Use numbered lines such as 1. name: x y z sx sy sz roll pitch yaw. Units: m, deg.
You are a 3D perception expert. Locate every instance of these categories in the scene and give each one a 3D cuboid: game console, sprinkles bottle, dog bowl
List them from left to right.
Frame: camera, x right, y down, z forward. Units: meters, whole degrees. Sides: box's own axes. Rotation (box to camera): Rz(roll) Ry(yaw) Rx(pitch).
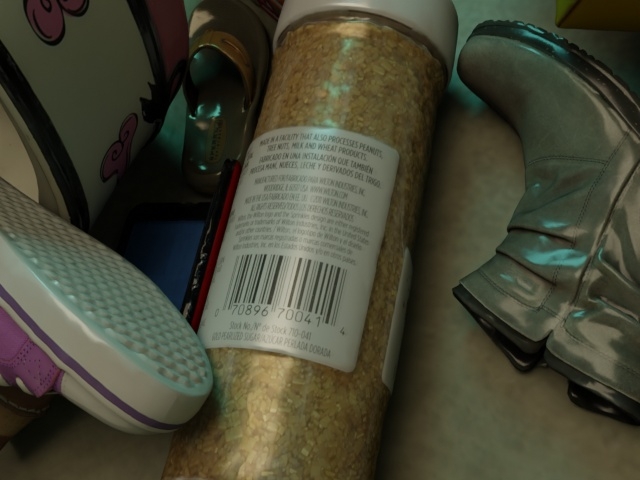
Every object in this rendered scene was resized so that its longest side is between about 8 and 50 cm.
1. dog bowl: -0.258 -0.185 0.591 0.408 0.408 0.150 27 61 31
2. game console: -0.110 0.023 0.595 0.085 0.124 0.144 13 67 -2
3. sprinkles bottle: 0.000 0.000 0.539 0.121 0.121 0.355 3 65 23

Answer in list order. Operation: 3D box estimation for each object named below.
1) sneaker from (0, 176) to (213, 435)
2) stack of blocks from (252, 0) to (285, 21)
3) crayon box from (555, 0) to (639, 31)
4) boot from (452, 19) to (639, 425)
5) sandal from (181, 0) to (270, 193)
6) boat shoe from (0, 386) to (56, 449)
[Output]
1. sneaker: -0.189 0.059 0.491 0.282 0.102 0.161 31 95 29
2. stack of blocks: -0.066 -0.283 0.611 0.087 0.297 0.171 -41 58 -3
3. crayon box: 0.249 -0.220 0.487 0.322 0.083 0.203 3 85 0
4. boot: 0.131 -0.020 0.528 0.161 0.083 0.246 -46 55 0
5. sandal: -0.080 -0.121 0.678 0.072 0.049 0.180 -8 61 17
6. boat shoe: -0.301 0.037 0.641 0.324 0.123 0.116 32 86 35
